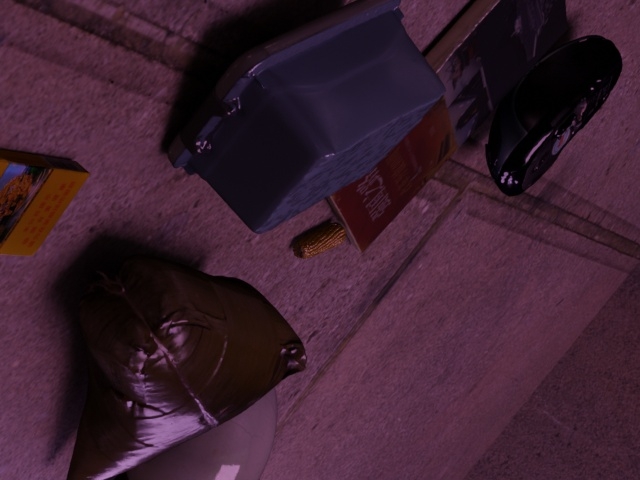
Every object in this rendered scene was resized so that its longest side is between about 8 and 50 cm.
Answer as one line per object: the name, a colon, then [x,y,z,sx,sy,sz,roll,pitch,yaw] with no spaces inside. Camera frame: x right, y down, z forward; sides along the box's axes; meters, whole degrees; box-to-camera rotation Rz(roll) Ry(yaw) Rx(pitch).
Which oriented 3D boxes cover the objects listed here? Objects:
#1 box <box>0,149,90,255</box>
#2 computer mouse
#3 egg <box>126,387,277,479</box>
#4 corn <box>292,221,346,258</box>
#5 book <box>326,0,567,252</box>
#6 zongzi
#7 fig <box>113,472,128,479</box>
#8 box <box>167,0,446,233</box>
box: [-0.242,-0.028,1.263,0.087,0.023,0.155,-51,161,14]
computer mouse: [0.274,-0.161,2.048,0.233,0.096,0.137,-48,169,-21]
egg: [-0.122,0.196,1.752,0.151,0.151,0.209,87,21,-64]
corn: [0.000,0.000,1.849,0.028,0.027,0.083,-22,-178,43]
book: [0.146,-0.161,1.868,0.374,0.028,0.262,-48,163,-5]
zongzi: [-0.192,0.142,1.553,0.300,0.145,0.274,-39,157,12]
fig: [-0.124,0.275,1.905,0.290,0.191,0.190,-57,169,-36]
box: [-0.009,-0.114,1.451,0.227,0.130,0.162,-30,168,-44]
